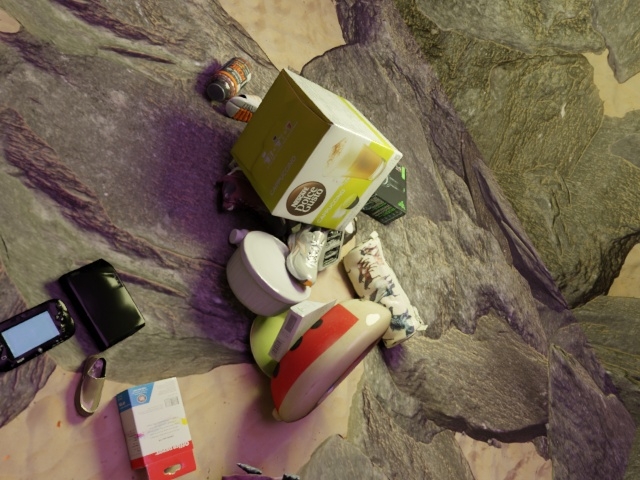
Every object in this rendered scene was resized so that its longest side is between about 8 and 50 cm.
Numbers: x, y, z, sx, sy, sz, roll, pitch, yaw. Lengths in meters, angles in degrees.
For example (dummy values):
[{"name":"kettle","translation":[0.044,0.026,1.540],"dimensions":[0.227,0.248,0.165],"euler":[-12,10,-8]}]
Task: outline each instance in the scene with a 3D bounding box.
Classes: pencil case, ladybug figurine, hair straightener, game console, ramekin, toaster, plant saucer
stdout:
[{"name":"pencil case","translation":[0.231,0.181,2.084],"dimensions":[0.410,0.183,0.160],"euler":[63,24,4]},{"name":"ladybug figurine","translation":[0.015,0.334,1.634],"dimensions":[0.162,0.305,0.449],"euler":[43,74,15]},{"name":"hair straightener","translation":[-0.128,-0.045,1.930],"dimensions":[0.047,0.089,0.231],"euler":[-23,92,-39]},{"name":"game console","translation":[-0.611,0.198,1.345],"dimensions":[0.361,0.044,0.213],"euler":[-32,91,-48]},{"name":"ramekin","translation":[-0.166,0.112,1.723],"dimensions":[0.273,0.127,0.273],"euler":[39,24,-21]},{"name":"toaster","translation":[0.000,0.000,1.963],"dimensions":[0.185,0.110,0.168],"euler":[-23,130,-49]},{"name":"plant saucer","translation":[-0.128,0.326,1.754],"dimensions":[0.241,0.037,0.241],"euler":[23,54,-35]}]

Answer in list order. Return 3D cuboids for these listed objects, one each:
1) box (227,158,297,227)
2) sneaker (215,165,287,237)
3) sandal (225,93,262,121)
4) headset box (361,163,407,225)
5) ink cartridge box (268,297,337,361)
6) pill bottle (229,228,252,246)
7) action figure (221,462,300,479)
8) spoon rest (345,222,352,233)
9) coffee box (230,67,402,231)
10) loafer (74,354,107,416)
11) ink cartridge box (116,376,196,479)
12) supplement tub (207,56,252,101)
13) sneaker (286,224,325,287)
[{"name":"box","translation":[-0.180,-0.180,1.973],"dimensions":[0.324,0.063,0.067],"euler":[44,39,-17]},{"name":"sneaker","translation":[-0.246,-0.101,1.852],"dimensions":[0.281,0.106,0.162],"euler":[52,48,4]},{"name":"sandal","translation":[-0.246,-0.484,2.068],"dimensions":[0.265,0.102,0.076],"euler":[11,58,-51]},{"name":"headset box","translation":[0.236,-0.234,2.368],"dimensions":[0.283,0.131,0.246],"euler":[29,50,-31]},{"name":"ink cartridge box","translation":[-0.050,0.259,1.719],"dimensions":[0.056,0.181,0.224],"euler":[33,23,19]},{"name":"pill bottle","translation":[-0.233,0.000,1.817],"dimensions":[0.116,0.065,0.065],"euler":[18,56,-38]},{"name":"action figure","translation":[-0.187,0.757,1.389],"dimensions":[0.276,0.248,0.370],"euler":[73,27,-64]},{"name":"spoon rest","translation":[0.051,-0.105,2.107],"dimensions":[0.276,0.084,0.137],"euler":[22,47,-55]},{"name":"coffee box","translation":[-0.023,-0.280,1.807],"dimensions":[0.334,0.338,0.338],"euler":[13,33,-45]},{"name":"loafer","translation":[-0.540,0.338,1.328],"dimensions":[0.056,0.050,0.148],"euler":[19,55,-37]},{"name":"ink cartridge box","translation":[-0.399,0.466,1.372],"dimensions":[0.134,0.078,0.231],"euler":[-3,70,-45]},{"name":"supplement tub","translation":[-0.330,-0.573,2.022],"dimensions":[0.106,0.106,0.198],"euler":[45,43,-17]},{"name":"sneaker","translation":[-0.037,0.032,1.762],"dimensions":[0.099,0.121,0.262],"euler":[36,25,-30]}]
